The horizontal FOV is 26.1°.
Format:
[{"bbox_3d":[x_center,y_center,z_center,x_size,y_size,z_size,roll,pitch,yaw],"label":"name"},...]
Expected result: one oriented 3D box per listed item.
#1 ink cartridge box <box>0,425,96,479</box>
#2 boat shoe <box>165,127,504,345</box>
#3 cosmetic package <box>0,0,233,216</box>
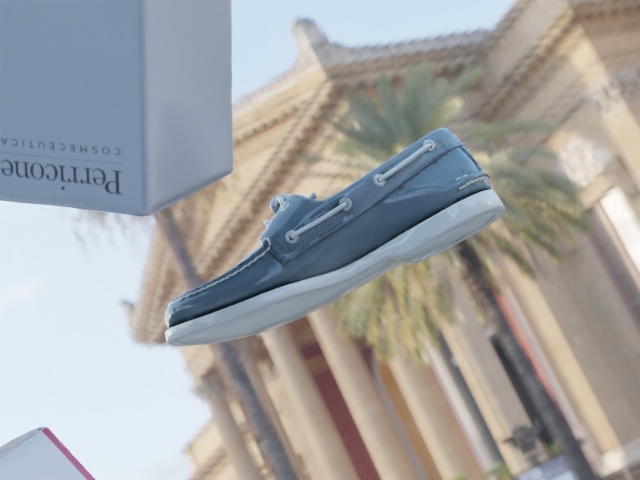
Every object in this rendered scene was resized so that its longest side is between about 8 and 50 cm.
[{"bbox_3d":[-0.229,0.311,1.085,0.117,0.207,0.283,-36,-14,-43],"label":"ink cartridge box"},{"bbox_3d":[0.000,0.000,1.228,0.320,0.099,0.116,-24,-12,2],"label":"boat shoe"},{"bbox_3d":[-0.201,-0.262,1.054,0.230,0.453,0.161,6,17,19],"label":"cosmetic package"}]
